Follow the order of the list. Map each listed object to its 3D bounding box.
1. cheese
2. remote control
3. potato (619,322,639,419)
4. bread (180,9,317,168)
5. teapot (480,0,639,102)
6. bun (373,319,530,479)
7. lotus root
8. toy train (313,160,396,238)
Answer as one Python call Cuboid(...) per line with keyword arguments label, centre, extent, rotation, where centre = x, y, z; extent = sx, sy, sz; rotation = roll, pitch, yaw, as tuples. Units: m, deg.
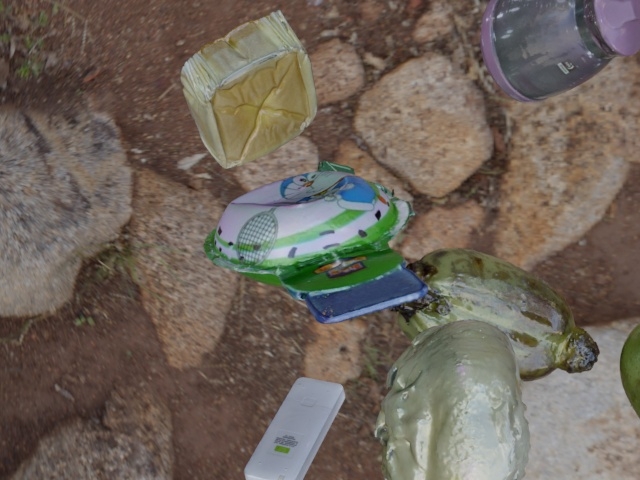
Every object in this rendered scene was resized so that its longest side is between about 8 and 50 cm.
Cuboid(label="cheese", centre=(0.000, 0.000, 0.869), extent=(0.204, 0.320, 0.083), rotation=(-15, 111, -12))
Cuboid(label="remote control", centre=(-0.043, 0.348, 1.705), extent=(0.250, 0.103, 0.034), rotation=(-57, 146, -47))
Cuboid(label="potato", centre=(0.477, 0.175, 1.068), extent=(0.216, 0.304, 0.215), rotation=(-5, 115, -11))
Cuboid(label="bread", centre=(-0.108, -0.228, 1.435), extent=(0.192, 0.210, 0.110), rotation=(-31, 60, -9))
Cuboid(label="teapot", centre=(0.247, -0.195, 0.906), extent=(0.148, 0.146, 0.116), rotation=(18, 73, -36))
Cuboid(label="bun", centre=(0.125, 0.192, 0.930), extent=(0.141, 0.239, 0.239), rotation=(5, 93, -1))
Cuboid(label="lotus root", centre=(0.255, 0.120, 1.376), extent=(0.309, 0.173, 0.173), rotation=(22, 86, -2))
Cuboid(label="toy train", centre=(0.054, -0.041, 1.659), extent=(0.154, 0.269, 0.115), rotation=(14, 123, -7))
